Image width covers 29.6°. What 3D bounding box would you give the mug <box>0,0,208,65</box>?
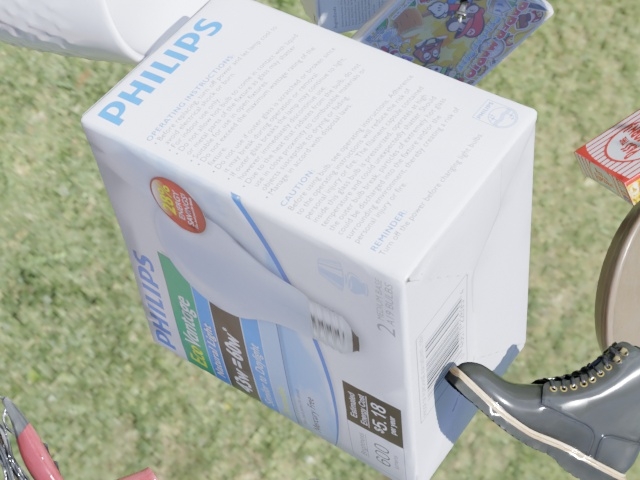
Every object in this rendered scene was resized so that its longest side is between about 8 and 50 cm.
[{"bbox_3d":[-0.311,-0.333,1.192,0.374,0.328,0.276,-1,101,-70],"label":"mug"}]

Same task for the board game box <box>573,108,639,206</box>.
[{"bbox_3d":[0.475,-0.137,1.698,0.193,0.147,0.045,-33,118,-4],"label":"board game box"}]

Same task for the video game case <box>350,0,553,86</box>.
[{"bbox_3d":[0.187,-0.308,1.756,0.206,0.026,0.227,25,128,-32],"label":"video game case"}]

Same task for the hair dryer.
[{"bbox_3d":[-0.358,0.330,1.624,0.293,0.080,0.224,9,83,-16],"label":"hair dryer"}]

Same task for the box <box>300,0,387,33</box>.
[{"bbox_3d":[0.024,-0.441,1.864,0.119,0.181,0.182,-13,130,-9],"label":"box"}]

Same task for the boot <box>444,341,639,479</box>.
[{"bbox_3d":[0.225,0.128,1.111,0.198,0.077,0.137,32,94,-17],"label":"boot"}]

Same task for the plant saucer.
[{"bbox_3d":[0.413,0.051,1.454,0.277,0.041,0.278,-16,115,-39],"label":"plant saucer"}]

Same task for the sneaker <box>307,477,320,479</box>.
[{"bbox_3d":[0.020,0.392,1.756,0.061,0.152,0.054,-33,118,-42],"label":"sneaker"}]

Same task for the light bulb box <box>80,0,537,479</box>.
[{"bbox_3d":[0.000,0.000,1.196,0.225,0.361,0.358,-48,149,-29],"label":"light bulb box"}]

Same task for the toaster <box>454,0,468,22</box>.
[{"bbox_3d":[0.149,-0.363,1.360,0.146,0.129,0.227,-48,141,-80],"label":"toaster"}]
